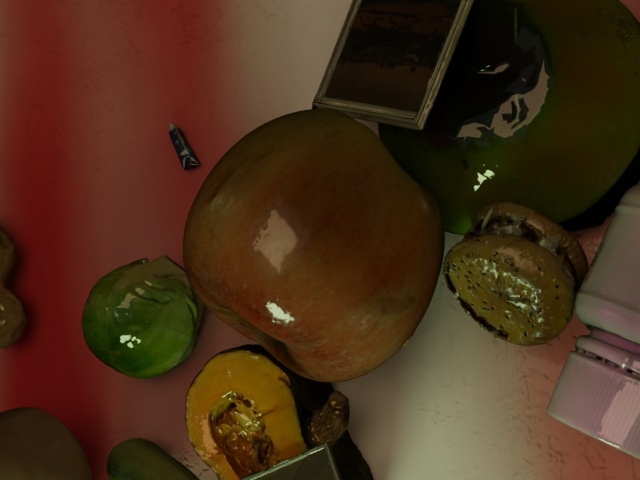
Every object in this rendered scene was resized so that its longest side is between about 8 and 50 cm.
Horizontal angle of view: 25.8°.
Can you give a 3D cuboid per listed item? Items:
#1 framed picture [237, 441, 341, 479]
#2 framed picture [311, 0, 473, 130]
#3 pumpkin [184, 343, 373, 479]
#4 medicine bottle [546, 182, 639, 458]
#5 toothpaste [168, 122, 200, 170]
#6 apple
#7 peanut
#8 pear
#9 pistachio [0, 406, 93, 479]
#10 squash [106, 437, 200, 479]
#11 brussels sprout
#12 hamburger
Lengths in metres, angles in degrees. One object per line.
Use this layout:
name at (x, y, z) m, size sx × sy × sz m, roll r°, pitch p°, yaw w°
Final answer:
framed picture at (-0.035, 0.333, 1.769) m, size 0.149 × 0.011 × 0.109 m, roll -26°, pitch 72°, yaw 22°
framed picture at (0.089, -0.247, 1.811) m, size 0.252 × 0.014 × 0.197 m, roll 17°, pitch 85°, yaw 55°
pumpkin at (-0.038, 0.281, 1.857) m, size 0.221 × 0.139 × 0.317 m, roll -32°, pitch 67°, yaw 17°
medicine bottle at (0.415, 0.107, 1.640) m, size 0.241 × 0.241 × 0.302 m, roll 24°, pitch 88°, yaw 26°
toothpaste at (-0.208, -0.141, 2.092) m, size 0.027 × 0.019 × 0.083 m, roll -24°, pitch 69°, yaw -8°
apple at (0.000, 0.000, 1.775) m, size 0.338 × 0.338 × 0.305 m, roll 31°, pitch 75°, yaw 26°
peanut at (-0.514, 0.059, 2.140) m, size 0.103 × 0.098 × 0.230 m, roll -30°, pitch 69°, yaw 44°
pear at (0.232, -0.195, 1.817) m, size 0.398 × 0.165 × 0.399 m, roll -8°, pitch 73°, yaw 26°
pistachio at (-0.486, 0.435, 1.939) m, size 0.365 × 0.281 × 0.446 m, roll 29°, pitch 87°, yaw 32°
squash at (-0.215, 0.340, 1.919) m, size 0.250 × 0.083 × 0.083 m, roll 24°, pitch 88°, yaw 49°
brussels sprout at (-0.252, 0.107, 1.985) m, size 0.161 × 0.144 × 0.181 m, roll 28°, pitch 92°, yaw 11°
hamburger at (0.235, 0.039, 1.729) m, size 0.177 × 0.185 × 0.113 m, roll 11°, pitch 51°, yaw 45°
